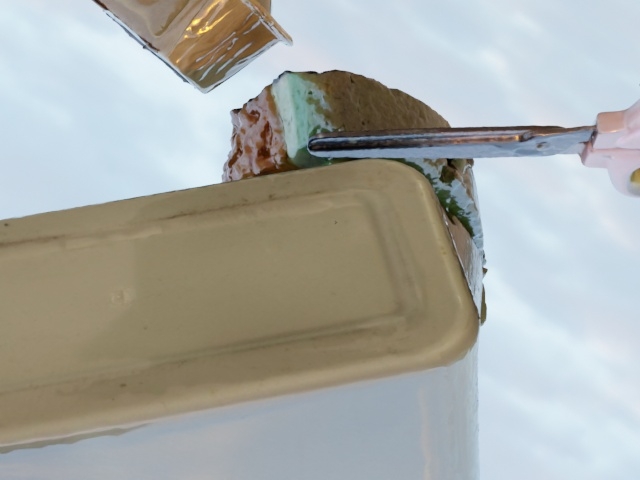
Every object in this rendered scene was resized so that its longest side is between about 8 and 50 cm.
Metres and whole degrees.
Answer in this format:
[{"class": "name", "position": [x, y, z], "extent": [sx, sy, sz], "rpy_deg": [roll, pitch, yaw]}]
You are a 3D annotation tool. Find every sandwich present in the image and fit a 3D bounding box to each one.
[{"class": "sandwich", "position": [0.008, -0.005, 1.296], "extent": [0.212, 0.292, 0.109], "rpy_deg": [-4, -113, 1]}]

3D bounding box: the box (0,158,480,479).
[{"class": "box", "position": [-0.088, 0.150, 1.082], "extent": [0.352, 0.344, 0.177], "rpy_deg": [-9, -137, -6]}]

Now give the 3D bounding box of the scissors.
[{"class": "scissors", "position": [0.151, -0.058, 1.114], "extent": [0.317, 0.160, 0.024], "rpy_deg": [-1, -111, -5]}]

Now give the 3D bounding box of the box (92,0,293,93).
[{"class": "box", "position": [-0.096, -0.176, 1.314], "extent": [0.177, 0.111, 0.111], "rpy_deg": [40, -160, 25]}]
